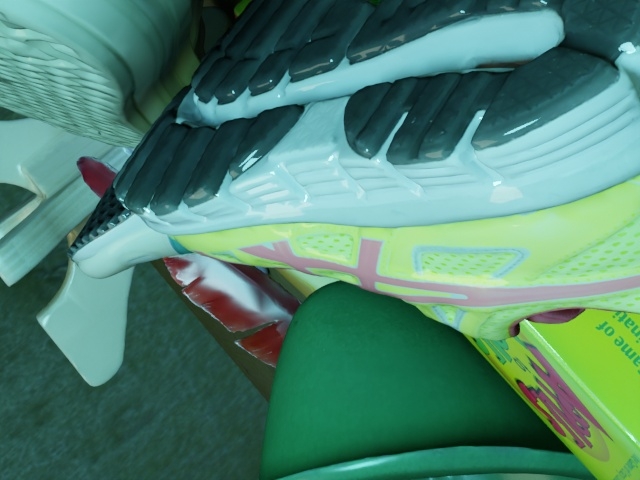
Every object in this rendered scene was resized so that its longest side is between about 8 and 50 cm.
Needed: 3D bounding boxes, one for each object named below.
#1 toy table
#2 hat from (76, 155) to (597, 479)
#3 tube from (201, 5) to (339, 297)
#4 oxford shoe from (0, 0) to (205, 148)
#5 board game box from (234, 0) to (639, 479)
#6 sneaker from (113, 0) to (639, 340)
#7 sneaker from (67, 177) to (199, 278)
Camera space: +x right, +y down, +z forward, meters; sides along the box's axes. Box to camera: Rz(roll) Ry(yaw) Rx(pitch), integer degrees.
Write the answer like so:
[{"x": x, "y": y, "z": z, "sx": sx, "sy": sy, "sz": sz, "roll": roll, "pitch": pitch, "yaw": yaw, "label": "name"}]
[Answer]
[{"x": -0.186, "y": -0.030, "z": 1.358, "sx": 0.274, "sy": 0.161, "sz": 0.252, "roll": 51, "pitch": 172, "yaw": 0, "label": "toy table"}, {"x": 0.026, "y": 0.027, "z": 0.748, "sx": 0.173, "sy": 0.208, "sz": 0.184, "roll": -40, "pitch": 50, "yaw": 56, "label": "hat"}, {"x": 0.000, "y": 0.000, "z": 0.815, "sx": 0.240, "sy": 0.062, "sz": 0.070, "roll": 50, "pitch": -142, "yaw": -32, "label": "tube"}, {"x": -0.099, "y": -0.109, "z": 0.569, "sx": 0.169, "sy": 0.130, "sz": 0.449, "roll": 17, "pitch": 177, "yaw": -8, "label": "oxford shoe"}, {"x": 0.051, "y": -0.003, "z": 0.538, "sx": 0.181, "sy": 0.043, "sz": 0.092, "roll": 48, "pitch": 172, "yaw": 13, "label": "board game box"}, {"x": 0.024, "y": -0.012, "z": 0.436, "sx": 0.094, "sy": 0.081, "sz": 0.208, "roll": 42, "pitch": 163, "yaw": -27, "label": "sneaker"}, {"x": -0.031, "y": -0.008, "z": 0.697, "sx": 0.161, "sy": 0.057, "sz": 0.075, "roll": -30, "pitch": 112, "yaw": 38, "label": "sneaker"}]
